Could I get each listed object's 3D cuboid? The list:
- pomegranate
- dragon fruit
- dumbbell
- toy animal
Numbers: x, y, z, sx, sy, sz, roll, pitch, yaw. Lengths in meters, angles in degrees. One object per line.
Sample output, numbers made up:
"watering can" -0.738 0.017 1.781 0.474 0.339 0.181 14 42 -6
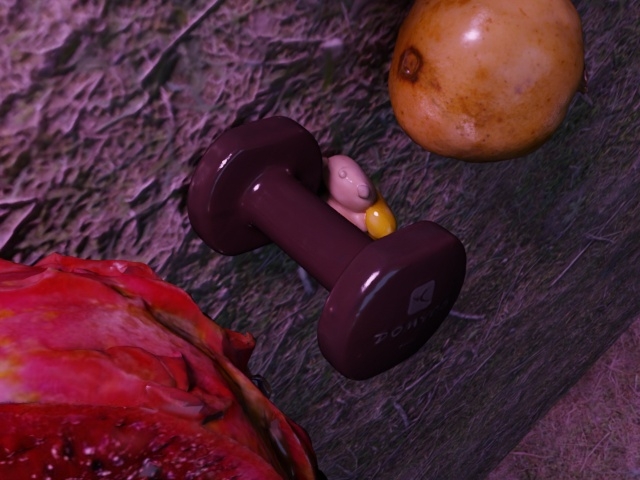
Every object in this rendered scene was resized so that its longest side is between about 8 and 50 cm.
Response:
"pomegranate" 0.160 -0.158 0.743 0.196 0.196 0.196 -31 144 -25
"dragon fruit" -0.203 0.159 0.576 0.370 0.249 0.386 25 120 -29
"dumbbell" 0.000 0.000 0.676 0.140 0.225 0.124 -24 138 -35
"toy animal" 0.026 -0.026 0.818 0.082 0.091 0.114 -34 150 6
